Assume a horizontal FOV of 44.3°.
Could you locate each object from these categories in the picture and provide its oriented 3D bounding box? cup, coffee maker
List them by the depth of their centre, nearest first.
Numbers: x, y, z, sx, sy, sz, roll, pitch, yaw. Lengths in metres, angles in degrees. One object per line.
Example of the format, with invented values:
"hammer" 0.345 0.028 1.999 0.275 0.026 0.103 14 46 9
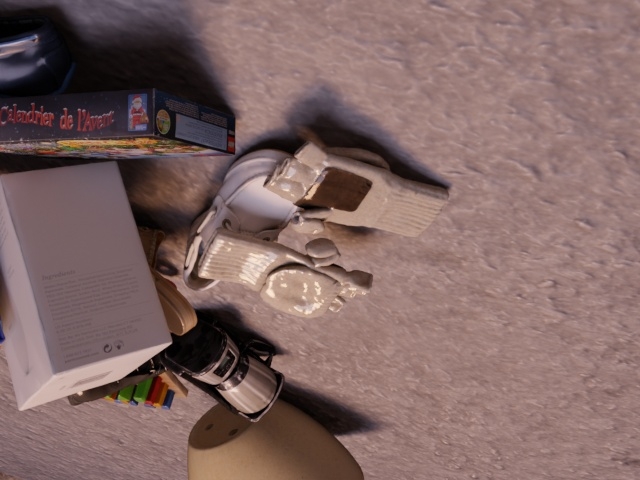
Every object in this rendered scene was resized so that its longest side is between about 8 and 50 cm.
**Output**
"coffee maker" -0.175 0.206 1.287 0.171 0.120 0.178 -7 142 32
"cup" -0.117 0.422 1.471 0.331 0.331 0.237 -14 112 38

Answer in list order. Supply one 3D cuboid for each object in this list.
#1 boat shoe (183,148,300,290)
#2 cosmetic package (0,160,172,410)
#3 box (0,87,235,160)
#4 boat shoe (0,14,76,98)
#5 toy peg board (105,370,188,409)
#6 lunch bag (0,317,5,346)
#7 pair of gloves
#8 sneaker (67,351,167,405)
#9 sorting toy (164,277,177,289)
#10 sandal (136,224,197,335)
"boat shoe" -0.093 -0.009 0.934 0.098 0.096 0.277 25 147 -15
"cosmetic package" -0.299 0.056 0.925 0.138 0.224 0.224 -14 169 -34
"box" -0.225 -0.112 0.799 0.233 0.044 0.159 1 180 21
"boat shoe" -0.373 -0.200 0.765 0.258 0.109 0.089 -2 141 -5
"toy peg board" -0.369 0.291 1.536 0.161 0.079 0.160 4 147 18
"lunch bag" -0.477 0.017 0.957 0.138 0.293 0.221 -3 161 -28
"pair of gloves" 0.000 0.000 0.868 0.204 0.042 0.240 22 127 -28
"sneaker" -0.313 0.188 1.262 0.130 0.109 0.286 -7 -176 11
"sorting toy" -0.323 0.092 1.233 0.275 0.046 0.132 -2 145 23
"sandal" -0.232 0.022 1.054 0.240 0.079 0.088 42 143 17
